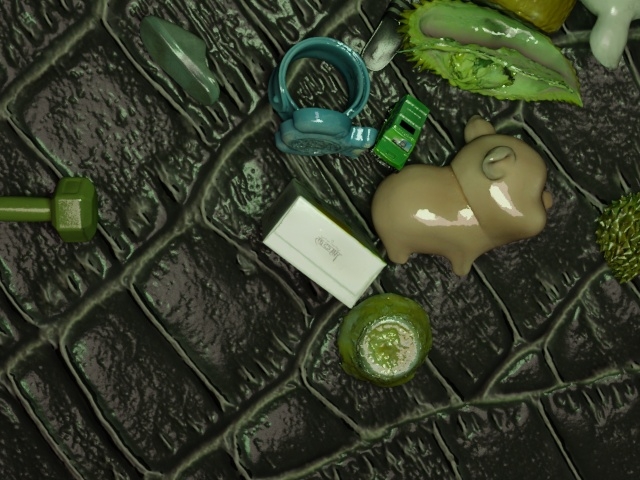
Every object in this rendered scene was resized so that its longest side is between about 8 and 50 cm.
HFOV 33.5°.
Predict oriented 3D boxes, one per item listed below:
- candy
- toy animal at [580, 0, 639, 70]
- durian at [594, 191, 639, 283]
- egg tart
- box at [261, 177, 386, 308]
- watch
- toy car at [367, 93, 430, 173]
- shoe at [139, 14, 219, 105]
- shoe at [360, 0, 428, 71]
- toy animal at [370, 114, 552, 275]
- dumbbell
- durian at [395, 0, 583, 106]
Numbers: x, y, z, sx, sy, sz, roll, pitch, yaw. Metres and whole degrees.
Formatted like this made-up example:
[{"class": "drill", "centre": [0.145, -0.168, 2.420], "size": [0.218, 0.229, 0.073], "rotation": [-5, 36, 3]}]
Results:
[{"class": "candy", "centre": [0.319, -0.451, 1.833], "size": [0.260, 0.260, 0.118], "rotation": [26, 106, -8]}, {"class": "toy animal", "centre": [0.523, -0.488, 1.842], "size": [0.196, 0.241, 0.367], "rotation": [-14, 101, 2]}, {"class": "durian", "centre": [0.575, -0.013, 2.002], "size": [0.108, 0.119, 0.187], "rotation": [23, 101, -11]}, {"class": "egg tart", "centre": [0.125, 0.194, 2.040], "size": [0.197, 0.078, 0.197], "rotation": [-1, 99, -3]}, {"class": "box", "centre": [0.000, 0.000, 1.900], "size": [0.194, 0.260, 0.111], "rotation": [38, 98, -10]}, {"class": "watch", "centre": [0.006, -0.257, 1.907], "size": [0.211, 0.211, 0.193], "rotation": [4, 80, -4]}, {"class": "toy car", "centre": [0.145, -0.194, 1.926], "size": [0.071, 0.165, 0.062], "rotation": [35, 137, -9]}, {"class": "shoe", "centre": [-0.242, -0.334, 1.926], "size": [0.078, 0.079, 0.195], "rotation": [-42, 93, -31]}, {"class": "shoe", "centre": [0.139, -0.386, 1.938], "size": [0.071, 0.049, 0.179], "rotation": [34, 97, -10]}, {"class": "toy animal", "centre": [0.258, -0.075, 1.937], "size": [0.326, 0.237, 0.269], "rotation": [6, 113, -2]}, {"class": "dumbbell", "centre": [-0.560, -0.058, 1.935], "size": [0.302, 0.121, 0.108], "rotation": [1, 130, -4]}, {"class": "durian", "centre": [0.295, -0.339, 1.895], "size": [0.355, 0.169, 0.157], "rotation": [13, 99, -12]}]
